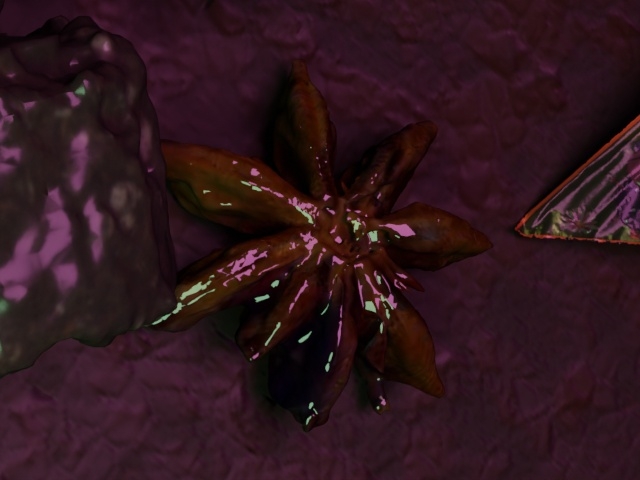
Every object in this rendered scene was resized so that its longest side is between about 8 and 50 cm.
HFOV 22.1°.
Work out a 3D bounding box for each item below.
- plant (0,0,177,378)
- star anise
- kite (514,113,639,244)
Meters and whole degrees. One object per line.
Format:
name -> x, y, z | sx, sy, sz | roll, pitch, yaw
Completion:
plant -> -0.150, -0.082, 0.551 | 0.146, 0.149, 0.274 | -30, 102, -37
star anise -> 0.000, 0.001, 0.681 | 0.168, 0.057, 0.168 | 4, 82, -32
kite -> 0.256, -0.051, 0.771 | 0.321, 0.016, 0.234 | 5, 88, -1
